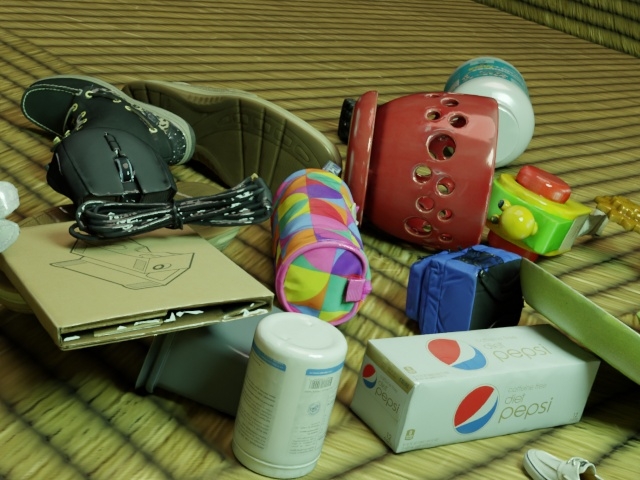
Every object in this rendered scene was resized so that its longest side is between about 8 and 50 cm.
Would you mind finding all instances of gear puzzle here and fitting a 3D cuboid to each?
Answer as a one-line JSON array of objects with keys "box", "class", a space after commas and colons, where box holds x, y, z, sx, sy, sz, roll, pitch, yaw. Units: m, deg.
[{"box": [0.511, 0.017, 1.377, 0.339, 0.044, 0.175, 28, 24, 9], "class": "gear puzzle"}]

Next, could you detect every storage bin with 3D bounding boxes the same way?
[{"box": [-0.079, 0.080, 0.887, 0.091, 0.098, 0.135, 25, 22, 1], "class": "storage bin"}]

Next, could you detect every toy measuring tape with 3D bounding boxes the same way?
[{"box": [0.285, -0.038, 1.380, 0.121, 0.121, 0.330, 24, 15, 24], "class": "toy measuring tape"}]

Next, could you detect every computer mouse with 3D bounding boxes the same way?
[{"box": [-0.147, -0.065, 0.962, 0.184, 0.060, 0.262, -5, 17, -19], "class": "computer mouse"}]

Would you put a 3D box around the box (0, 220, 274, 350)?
[{"box": [-0.154, 0.024, 0.836, 0.164, 0.021, 0.201, -9, 23, -29], "class": "box"}]

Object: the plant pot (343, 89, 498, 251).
[{"box": [0.116, -0.087, 1.287, 0.174, 0.191, 0.191, 7, 21, 1], "class": "plant pot"}]

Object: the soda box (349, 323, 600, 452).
[{"box": [0.137, 0.124, 0.928, 0.216, 0.069, 0.074, -2, 26, -34], "class": "soda box"}]

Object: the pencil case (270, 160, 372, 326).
[{"box": [0.000, 0.000, 1.119, 0.104, 0.104, 0.236, 11, 23, -6], "class": "pencil case"}]

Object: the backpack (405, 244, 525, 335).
[{"box": [0.152, 0.049, 1.085, 0.101, 0.098, 0.120, 25, 24, 35], "class": "backpack"}]

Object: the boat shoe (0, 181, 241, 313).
[{"box": [-0.185, 0.022, 0.988, 0.285, 0.089, 0.104, -16, 51, -46], "class": "boat shoe"}]

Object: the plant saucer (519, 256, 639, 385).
[{"box": [0.279, 0.100, 1.009, 0.241, 0.037, 0.241, 35, 4, -3], "class": "plant saucer"}]

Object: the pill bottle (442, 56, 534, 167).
[{"box": [0.266, -0.202, 1.713, 0.146, 0.146, 0.264, 14, 21, 2], "class": "pill bottle"}]

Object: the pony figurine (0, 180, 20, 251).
[{"box": [-0.446, -0.078, 0.844, 0.351, 0.303, 0.363, -26, 27, 4], "class": "pony figurine"}]

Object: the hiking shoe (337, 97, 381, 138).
[{"box": [0.109, -0.163, 1.604, 0.114, 0.086, 0.227, 2, 23, -20], "class": "hiking shoe"}]

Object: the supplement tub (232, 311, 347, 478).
[{"box": [-0.024, 0.115, 0.799, 0.071, 0.107, 0.071, 12, 21, -5], "class": "supplement tub"}]

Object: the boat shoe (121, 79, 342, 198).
[{"box": [-0.103, -0.141, 1.373, 0.341, 0.122, 0.110, 24, 24, 27], "class": "boat shoe"}]

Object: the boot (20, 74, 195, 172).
[{"box": [-0.289, -0.130, 1.283, 0.236, 0.085, 0.178, 19, 24, 13], "class": "boot"}]

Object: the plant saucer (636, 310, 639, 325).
[{"box": [0.457, 0.121, 1.159, 0.188, 0.045, 0.188, 29, 26, 35], "class": "plant saucer"}]

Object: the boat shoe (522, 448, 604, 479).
[{"box": [0.206, 0.189, 0.851, 0.035, 0.035, 0.100, -6, 29, -41], "class": "boat shoe"}]
